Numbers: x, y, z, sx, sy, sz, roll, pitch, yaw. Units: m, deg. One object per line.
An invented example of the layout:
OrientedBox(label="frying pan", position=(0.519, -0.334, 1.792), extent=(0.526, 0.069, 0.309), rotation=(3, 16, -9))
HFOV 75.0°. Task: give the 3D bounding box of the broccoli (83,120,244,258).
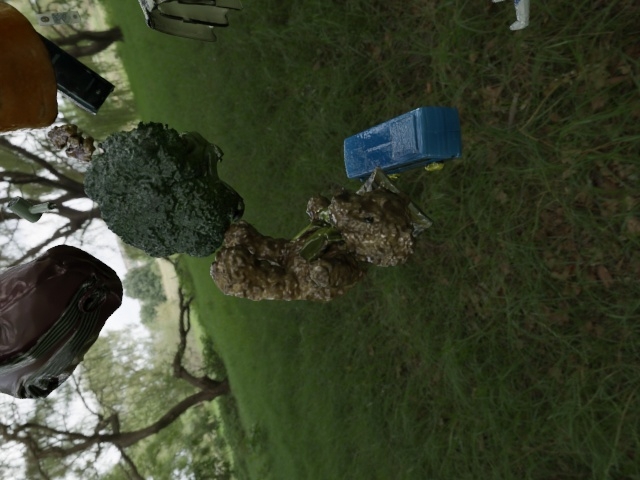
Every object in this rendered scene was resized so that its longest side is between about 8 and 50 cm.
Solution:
OrientedBox(label="broccoli", position=(-0.318, -0.113, 0.854), extent=(0.304, 0.320, 0.284), rotation=(63, -147, -42))

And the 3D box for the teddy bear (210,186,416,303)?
OrientedBox(label="teddy bear", position=(-0.009, -0.005, 0.696), extent=(0.246, 0.295, 0.223), rotation=(-92, 22, -62))

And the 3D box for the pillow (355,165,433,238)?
OrientedBox(label="pillow", position=(0.167, -0.061, 1.123), extent=(0.208, 0.052, 0.212), rotation=(49, 135, 10))

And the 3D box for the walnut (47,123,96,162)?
OrientedBox(label="walnut", position=(-0.792, -0.318, 1.345), extent=(0.170, 0.069, 0.143), rotation=(-6, 143, 42))

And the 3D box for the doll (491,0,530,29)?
OrientedBox(label="doll", position=(0.241, -0.394, 0.525), extent=(0.227, 0.057, 0.114), rotation=(60, -156, -55))

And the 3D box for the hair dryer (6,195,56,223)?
OrientedBox(label="hair dryer", position=(-0.630, -0.073, 0.927), extent=(0.063, 0.124, 0.038), rotation=(51, -138, -49))

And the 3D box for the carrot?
OrientedBox(label="carrot", position=(-0.442, -0.176, 0.474), extent=(0.159, 0.225, 0.159), rotation=(15, 126, 21))

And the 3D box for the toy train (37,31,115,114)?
OrientedBox(label="toy train", position=(-0.673, -0.438, 0.922), extent=(0.409, 0.086, 0.089), rotation=(34, 171, -32))

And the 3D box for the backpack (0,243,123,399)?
OrientedBox(label="backpack", position=(-0.545, 0.159, 0.819), extent=(0.197, 0.317, 0.283), rotation=(48, 172, 34))

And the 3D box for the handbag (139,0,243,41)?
OrientedBox(label="handbag", position=(-0.369, -0.697, 1.010), extent=(0.160, 0.236, 0.359), rotation=(-23, 90, 44))

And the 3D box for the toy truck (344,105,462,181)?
OrientedBox(label="toy truck", position=(0.219, -0.269, 1.198), extent=(0.384, 0.162, 0.161), rotation=(-1, 94, 61))

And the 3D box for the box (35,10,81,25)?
OrientedBox(label="box", position=(-0.574, -0.487, 0.917), extent=(0.054, 0.083, 0.024), rotation=(36, 139, 55))
